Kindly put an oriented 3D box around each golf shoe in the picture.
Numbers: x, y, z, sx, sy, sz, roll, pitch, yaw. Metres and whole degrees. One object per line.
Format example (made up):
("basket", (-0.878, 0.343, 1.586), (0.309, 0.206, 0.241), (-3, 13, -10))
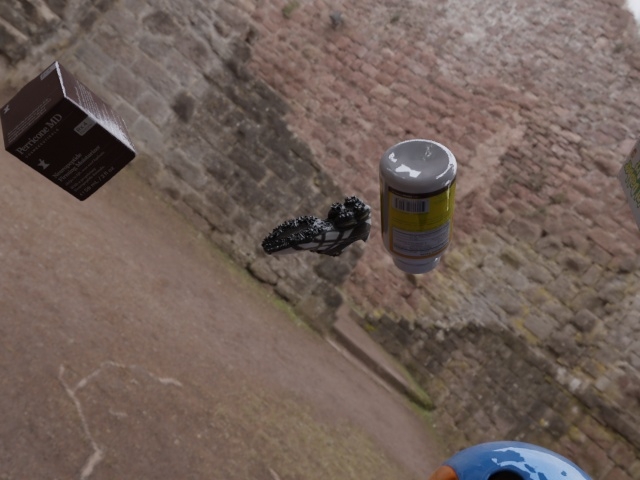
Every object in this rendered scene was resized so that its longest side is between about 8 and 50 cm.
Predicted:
("golf shoe", (0.000, 0.000, 1.117), (0.077, 0.198, 0.093), (-117, -171, -54))

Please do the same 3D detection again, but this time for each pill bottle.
("pill bottle", (0.154, -0.046, 1.034), (0.117, 0.117, 0.215), (42, -27, 36))

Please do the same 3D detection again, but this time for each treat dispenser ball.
("treat dispenser ball", (0.255, 0.413, 0.849), (0.288, 0.288, 0.288), (41, 2, -2))

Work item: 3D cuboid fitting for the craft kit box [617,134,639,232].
("craft kit box", (0.467, -0.122, 0.792), (0.061, 0.246, 0.250), (16, 33, 4))

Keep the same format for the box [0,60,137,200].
("box", (-0.532, -0.228, 1.369), (0.203, 0.168, 0.167), (43, 11, -47))
